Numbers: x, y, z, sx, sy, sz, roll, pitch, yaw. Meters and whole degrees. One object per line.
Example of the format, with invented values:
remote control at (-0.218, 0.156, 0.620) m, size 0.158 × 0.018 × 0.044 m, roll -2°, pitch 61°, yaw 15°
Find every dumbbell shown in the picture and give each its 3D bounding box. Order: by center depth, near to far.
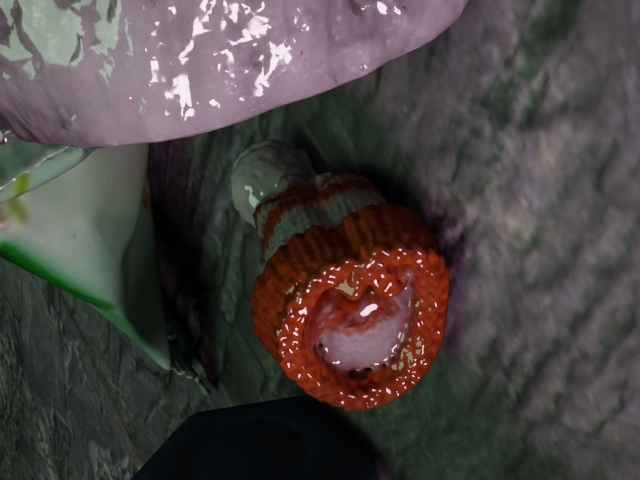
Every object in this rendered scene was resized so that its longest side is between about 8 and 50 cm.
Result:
dumbbell at (-0.024, 0.264, 0.908) m, size 0.144 × 0.156 × 0.316 m, roll -93°, pitch -6°, yaw -60°

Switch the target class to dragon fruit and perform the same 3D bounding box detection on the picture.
dragon fruit at (-0.092, -0.177, 0.560) m, size 0.283 × 0.204 × 0.221 m, roll 36°, pitch 142°, yaw 50°

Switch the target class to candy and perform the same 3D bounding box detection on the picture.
candy at (-0.192, -0.051, 0.969) m, size 0.263 × 0.172 × 0.398 m, roll 59°, pitch 169°, yaw 29°

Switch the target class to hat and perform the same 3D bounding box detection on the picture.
hat at (0.000, 0.000, 0.707) m, size 0.162 × 0.093 × 0.112 m, roll -113°, pitch 24°, yaw -52°
